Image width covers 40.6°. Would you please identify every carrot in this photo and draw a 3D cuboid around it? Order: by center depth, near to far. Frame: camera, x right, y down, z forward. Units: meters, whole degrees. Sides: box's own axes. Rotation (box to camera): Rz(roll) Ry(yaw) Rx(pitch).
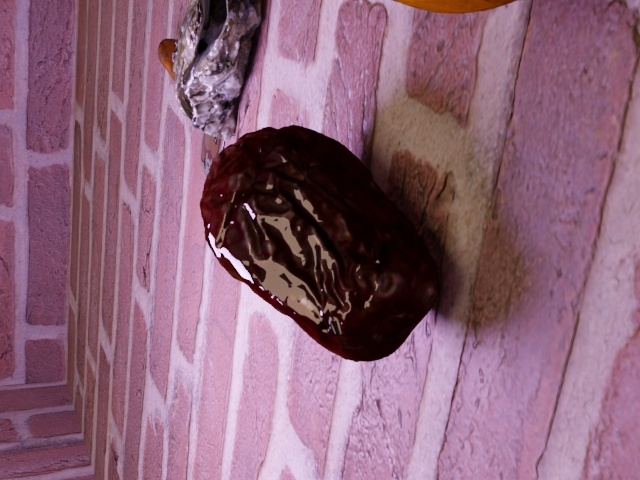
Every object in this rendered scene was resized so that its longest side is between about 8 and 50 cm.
[{"bbox_3d":[-0.290,-0.355,1.771,0.161,0.055,0.055,58,142,36],"label":"carrot"}]

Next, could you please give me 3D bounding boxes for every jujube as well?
[{"bbox_3d":[0.000,0.000,1.006,0.342,0.216,0.216,44,131,46],"label":"jujube"}]

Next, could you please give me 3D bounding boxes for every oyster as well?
[{"bbox_3d":[-0.175,-0.323,1.442,0.162,0.158,0.351,-54,-24,-53],"label":"oyster"}]

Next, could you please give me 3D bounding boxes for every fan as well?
[{"bbox_3d":[-0.203,-0.218,1.637,0.132,0.009,0.220,-128,42,-51],"label":"fan"}]

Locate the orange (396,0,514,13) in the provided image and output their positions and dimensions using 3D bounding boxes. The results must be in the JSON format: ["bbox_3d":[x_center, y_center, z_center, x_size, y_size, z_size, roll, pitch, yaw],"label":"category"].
[{"bbox_3d":[0.109,-0.306,0.667,0.261,0.261,0.261,178,90,-65],"label":"orange"}]
